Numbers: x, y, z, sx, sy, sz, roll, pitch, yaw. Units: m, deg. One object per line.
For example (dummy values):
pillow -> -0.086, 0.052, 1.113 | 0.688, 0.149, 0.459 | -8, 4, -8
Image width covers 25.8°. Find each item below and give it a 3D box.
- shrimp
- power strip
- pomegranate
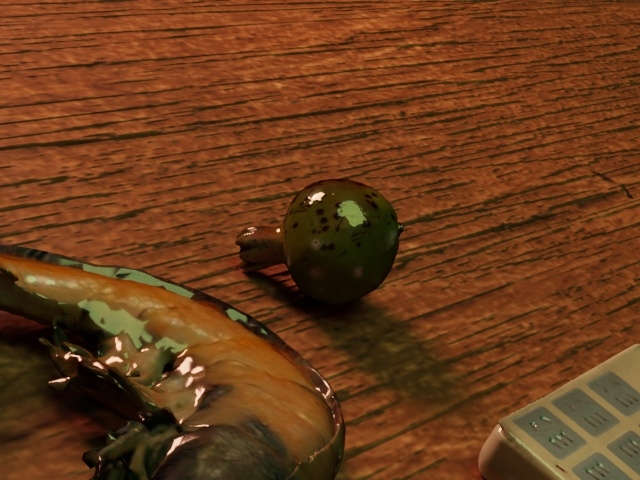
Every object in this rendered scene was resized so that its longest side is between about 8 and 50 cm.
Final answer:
shrimp -> -0.105, 0.072, 0.562 | 0.222, 0.054, 0.290 | 28, 24, 3
power strip -> 0.158, 0.108, 0.740 | 0.081, 0.035, 0.192 | 39, 31, 24
pomegranate -> 0.002, -0.003, 0.775 | 0.084, 0.073, 0.073 | 18, 24, 19
